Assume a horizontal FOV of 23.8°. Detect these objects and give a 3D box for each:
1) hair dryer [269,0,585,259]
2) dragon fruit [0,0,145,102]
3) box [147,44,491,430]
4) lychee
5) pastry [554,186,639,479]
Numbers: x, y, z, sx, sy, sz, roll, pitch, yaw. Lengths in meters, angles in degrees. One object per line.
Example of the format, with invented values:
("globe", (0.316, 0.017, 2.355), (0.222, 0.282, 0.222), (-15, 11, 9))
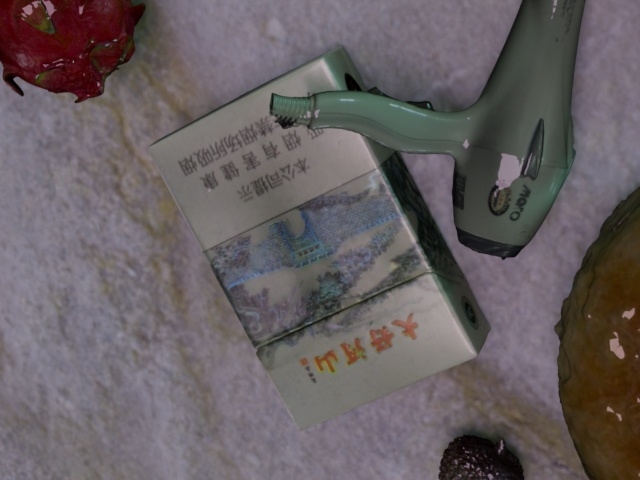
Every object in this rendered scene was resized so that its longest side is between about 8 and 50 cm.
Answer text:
("hair dryer", (0.107, -0.124, 1.095), (0.225, 0.088, 0.219), (32, 93, -17))
("dragon fruit", (-0.209, -0.187, 1.153), (0.136, 0.133, 0.166), (-18, 62, -15))
("box", (0.000, 0.000, 1.182), (0.164, 0.069, 0.256), (-25, 97, 21))
("lychee", (0.127, 0.188, 1.205), (0.067, 0.068, 0.083), (42, 124, 46))
("pastry", (0.316, 0.095, 1.084), (0.329, 0.136, 0.330), (5, 108, 14))
